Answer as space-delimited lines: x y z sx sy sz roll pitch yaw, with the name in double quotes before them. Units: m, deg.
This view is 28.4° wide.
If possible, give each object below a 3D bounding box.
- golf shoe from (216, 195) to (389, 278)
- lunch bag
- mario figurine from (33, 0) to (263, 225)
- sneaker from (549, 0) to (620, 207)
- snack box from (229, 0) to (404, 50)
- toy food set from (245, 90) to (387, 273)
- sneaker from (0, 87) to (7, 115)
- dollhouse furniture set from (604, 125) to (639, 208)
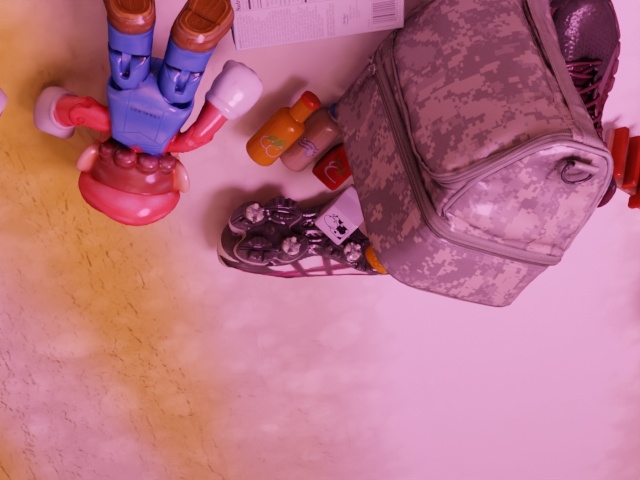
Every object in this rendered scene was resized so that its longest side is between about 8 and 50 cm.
"golf shoe" 0.000 0.000 1.620 0.273 0.105 0.120 5 161 -21
"lunch bag" 0.175 -0.122 1.366 0.212 0.305 0.256 17 134 -31
"mario figurine" -0.191 -0.158 1.377 0.170 0.198 0.320 -34 159 -39
"sneaker" 0.308 -0.138 1.455 0.106 0.162 0.281 -5 126 -8
"snack box" -0.012 -0.341 1.259 0.187 0.060 0.322 -8 138 -5
"toy food set" 0.036 -0.078 1.502 0.232 0.111 0.104 43 119 -7
"sneaker" -0.495 -0.156 1.331 0.305 0.114 0.152 -17 124 -1
"dollhouse furniture set" 0.478 -0.099 1.509 0.135 0.262 0.259 26 157 -32
